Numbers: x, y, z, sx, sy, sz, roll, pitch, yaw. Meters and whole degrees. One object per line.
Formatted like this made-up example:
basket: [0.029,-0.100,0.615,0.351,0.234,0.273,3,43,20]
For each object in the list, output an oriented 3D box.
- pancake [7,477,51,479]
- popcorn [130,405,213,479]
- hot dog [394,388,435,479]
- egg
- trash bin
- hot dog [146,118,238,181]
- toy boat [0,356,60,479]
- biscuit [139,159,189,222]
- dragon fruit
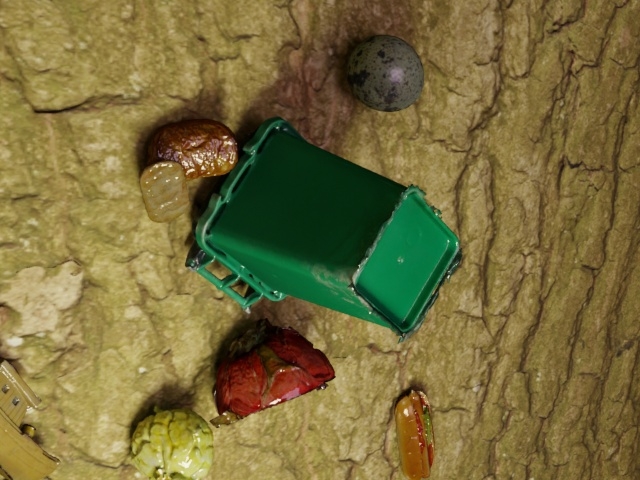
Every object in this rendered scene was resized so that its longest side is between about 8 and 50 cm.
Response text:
pancake: [-0.472,0.439,1.666,0.151,0.025,0.152,-18,117,-40]
popcorn: [-0.246,0.346,1.773,0.141,0.162,0.136,22,127,-11]
hot dog: [0.207,0.418,2.285,0.092,0.062,0.236,-28,122,-30]
egg: [0.119,-0.293,1.883,0.172,0.132,0.132,28,85,-57]
trash bin: [0.000,0.000,1.699,0.259,0.381,0.295,42,76,-43]
hot dog: [-0.204,-0.138,1.674,0.147,0.065,0.099,-14,118,-16]
toy boat: [-0.480,0.240,1.540,0.121,0.089,0.321,-56,136,-29]
biscuit: [-0.243,-0.076,1.654,0.071,0.018,0.147,-20,148,-12]
dragon fruit: [-0.098,0.214,1.850,0.223,0.218,0.148,-20,89,3]
